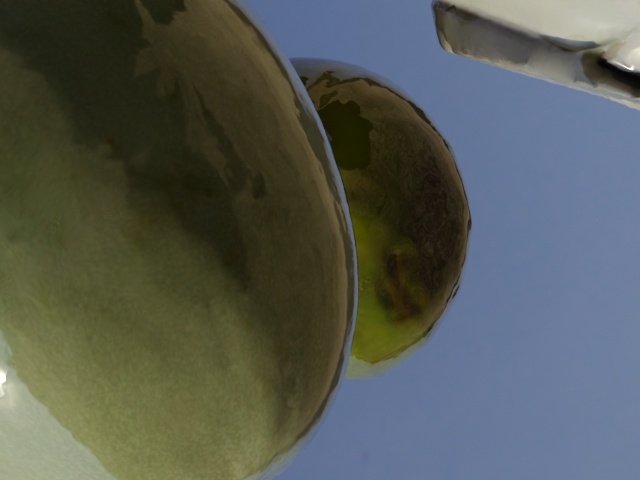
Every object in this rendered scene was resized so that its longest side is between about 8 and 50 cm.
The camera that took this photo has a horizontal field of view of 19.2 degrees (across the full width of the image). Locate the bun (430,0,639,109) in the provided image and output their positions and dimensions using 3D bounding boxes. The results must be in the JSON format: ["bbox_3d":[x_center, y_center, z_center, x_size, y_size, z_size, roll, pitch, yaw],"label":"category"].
[{"bbox_3d":[0.124,-0.094,0.588,0.173,0.173,0.120,9,-80,-58],"label":"bun"}]

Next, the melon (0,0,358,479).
[{"bbox_3d":[-0.118,-0.015,0.844,0.272,0.308,0.272,-53,-14,-20],"label":"melon"}]

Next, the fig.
[{"bbox_3d":[0.005,0.001,1.209,0.230,0.207,0.207,53,-136,-33],"label":"fig"}]
